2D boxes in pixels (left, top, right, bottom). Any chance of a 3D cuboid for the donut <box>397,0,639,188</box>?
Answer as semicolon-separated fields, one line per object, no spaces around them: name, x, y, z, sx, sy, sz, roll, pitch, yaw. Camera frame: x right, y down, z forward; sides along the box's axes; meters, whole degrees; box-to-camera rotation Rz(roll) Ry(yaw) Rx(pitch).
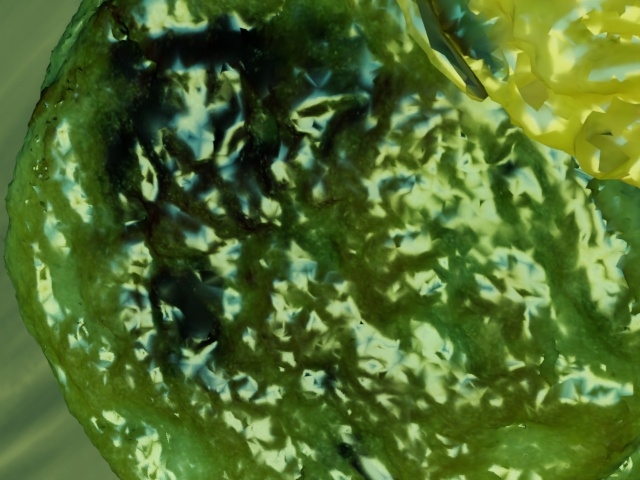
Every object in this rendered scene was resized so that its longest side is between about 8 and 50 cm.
donut;0.130;-0.226;0.444;0.163;0.377;0.435;11;138;37

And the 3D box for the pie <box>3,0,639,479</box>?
pie;0.000;0.000;0.806;0.323;0.070;0.323;12;119;23
